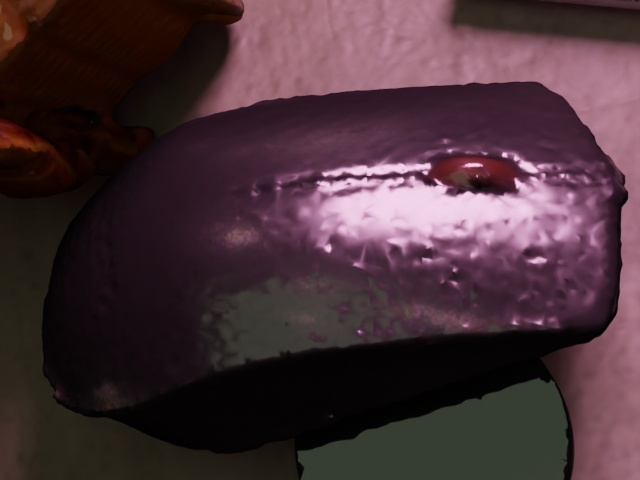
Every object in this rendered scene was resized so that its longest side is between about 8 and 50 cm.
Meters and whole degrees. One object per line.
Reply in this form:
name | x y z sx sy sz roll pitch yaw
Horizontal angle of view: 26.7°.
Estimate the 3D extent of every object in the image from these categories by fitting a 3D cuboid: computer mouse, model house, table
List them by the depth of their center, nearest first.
computer mouse | -0.002 -0.003 0.644 0.295 0.087 0.168 -15 49 10
table | 0.056 0.099 0.659 0.133 0.043 0.134 -3 76 12
model house | -0.188 -0.115 0.675 0.229 0.199 0.220 -42 86 6

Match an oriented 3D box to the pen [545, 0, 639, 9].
pen | 0.176 -0.130 0.695 0.218 0.026 0.026 8 79 15
